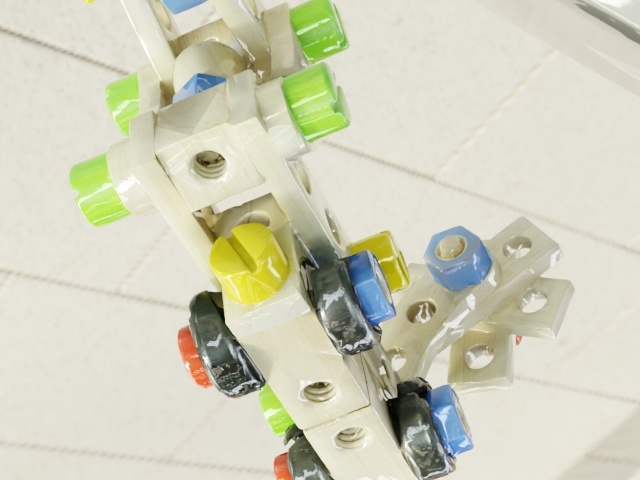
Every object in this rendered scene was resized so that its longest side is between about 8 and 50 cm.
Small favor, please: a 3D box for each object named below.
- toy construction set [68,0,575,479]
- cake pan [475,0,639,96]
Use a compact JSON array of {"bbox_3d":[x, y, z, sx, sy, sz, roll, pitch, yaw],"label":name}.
[{"bbox_3d":[0.000,0.000,0.664,0.151,0.215,0.328,-33,129,19],"label":"toy construction set"},{"bbox_3d":[0.119,-0.076,0.444,0.293,0.293,0.054,21,102,-46],"label":"cake pan"}]
